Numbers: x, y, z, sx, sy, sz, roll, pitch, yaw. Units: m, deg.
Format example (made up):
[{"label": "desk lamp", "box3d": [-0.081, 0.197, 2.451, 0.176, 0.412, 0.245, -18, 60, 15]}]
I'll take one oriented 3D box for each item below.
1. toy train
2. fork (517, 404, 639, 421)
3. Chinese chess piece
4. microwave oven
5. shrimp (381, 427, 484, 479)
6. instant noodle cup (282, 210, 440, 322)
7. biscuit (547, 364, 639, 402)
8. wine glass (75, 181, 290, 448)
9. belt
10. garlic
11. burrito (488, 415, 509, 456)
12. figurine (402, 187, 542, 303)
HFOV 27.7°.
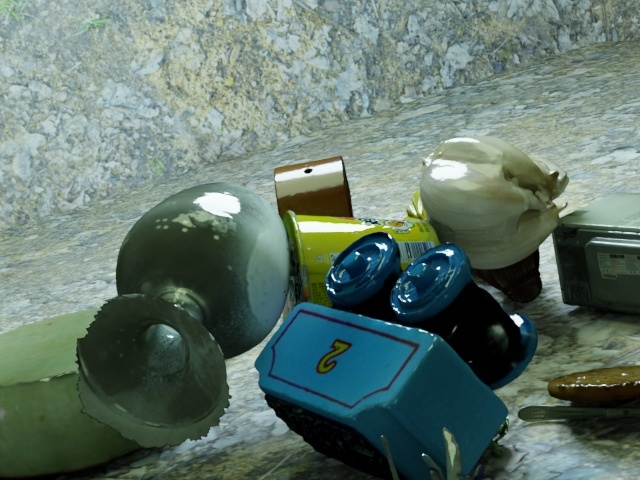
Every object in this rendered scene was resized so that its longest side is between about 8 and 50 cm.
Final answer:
[{"label": "toy train", "box3d": [0.080, 0.139, 1.505, 0.265, 0.188, 0.300, -54, 29, -17]}, {"label": "fork", "box3d": [0.334, 0.199, 1.511, 0.219, 0.034, 0.028, -4, 8, 28]}, {"label": "Chinese chess piece", "box3d": [-0.347, 0.207, 1.806, 0.349, 0.146, 0.349, -11, 14, 3]}, {"label": "microwave oven", "box3d": [0.473, 0.023, 1.841, 0.194, 0.145, 0.240, -26, 20, -35]}, {"label": "shrimp", "box3d": [0.034, 0.288, 1.207, 0.411, 0.166, 0.221, -18, 13, 26]}, {"label": "instant noodle cup", "box3d": [0.057, 0.079, 1.785, 0.200, 0.264, 0.264, -5, 14, -9]}, {"label": "biscuit", "box3d": [0.362, 0.169, 1.534, 0.188, 0.027, 0.188, -7, 0, 0]}, {"label": "wine glass", "box3d": [-0.162, 0.073, 1.639, 0.238, 0.238, 0.323, -6, 27, 22]}, {"label": "belt", "box3d": [0.000, 0.000, 2.055, 0.122, 0.217, 0.338, -10, -27, 2]}, {"label": "garlic", "box3d": [0.252, -0.048, 1.836, 0.203, 0.184, 0.281, 8, 0, 24]}, {"label": "burrito", "box3d": [0.147, 0.205, 1.607, 0.104, 0.054, 0.288, -17, 14, -26]}, {"label": "figurine", "box3d": [0.260, -0.008, 2.076, 0.187, 0.168, 0.315, -5, 12, -10]}]
